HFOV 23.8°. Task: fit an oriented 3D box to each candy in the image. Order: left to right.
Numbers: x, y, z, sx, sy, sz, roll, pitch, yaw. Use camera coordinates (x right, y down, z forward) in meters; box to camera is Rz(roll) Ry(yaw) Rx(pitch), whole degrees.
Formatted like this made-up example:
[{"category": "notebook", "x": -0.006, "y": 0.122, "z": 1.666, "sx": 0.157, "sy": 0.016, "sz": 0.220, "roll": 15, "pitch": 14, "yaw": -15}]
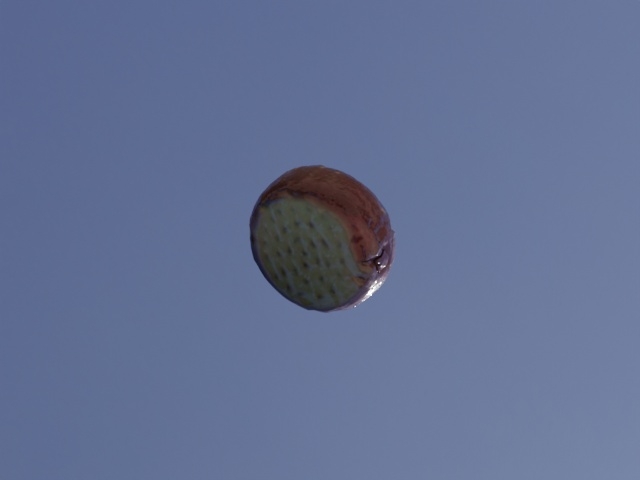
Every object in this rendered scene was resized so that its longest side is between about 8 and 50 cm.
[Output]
[{"category": "candy", "x": 0.000, "y": 0.000, "z": 1.019, "sx": 0.103, "sy": 0.103, "sz": 0.043, "roll": 31, "pitch": -141, "yaw": 18}]
